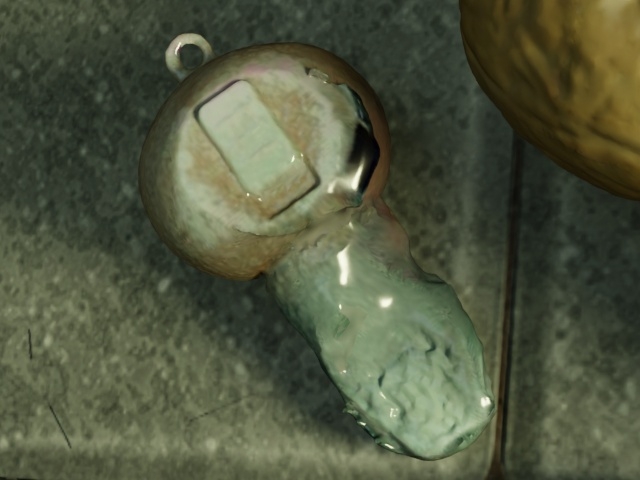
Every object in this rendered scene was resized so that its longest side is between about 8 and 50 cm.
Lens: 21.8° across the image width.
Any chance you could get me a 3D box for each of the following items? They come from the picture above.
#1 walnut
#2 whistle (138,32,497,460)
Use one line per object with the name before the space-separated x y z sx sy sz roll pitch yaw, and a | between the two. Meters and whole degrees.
walnut | 0.226 -0.154 0.972 0.313 0.252 0.277 27 95 34
whistle | 0.000 0.000 1.158 0.189 0.189 0.348 -37 84 20
